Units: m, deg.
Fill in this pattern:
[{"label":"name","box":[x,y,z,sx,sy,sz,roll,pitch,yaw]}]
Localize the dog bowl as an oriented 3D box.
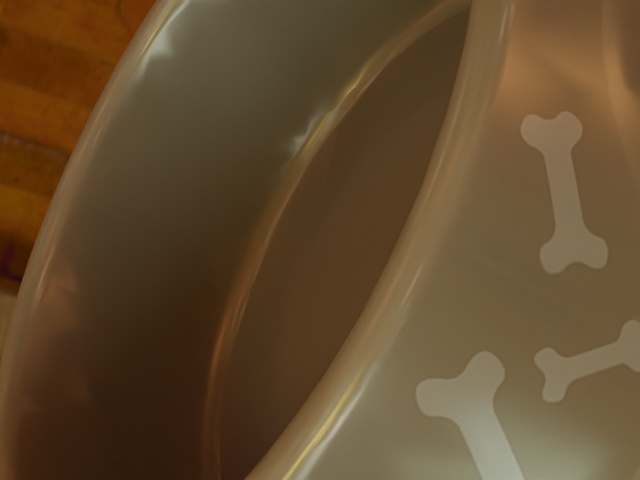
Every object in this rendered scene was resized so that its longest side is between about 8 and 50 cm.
[{"label":"dog bowl","box":[0.000,0.000,0.585,0.102,0.349,0.349,26,110,-26]}]
